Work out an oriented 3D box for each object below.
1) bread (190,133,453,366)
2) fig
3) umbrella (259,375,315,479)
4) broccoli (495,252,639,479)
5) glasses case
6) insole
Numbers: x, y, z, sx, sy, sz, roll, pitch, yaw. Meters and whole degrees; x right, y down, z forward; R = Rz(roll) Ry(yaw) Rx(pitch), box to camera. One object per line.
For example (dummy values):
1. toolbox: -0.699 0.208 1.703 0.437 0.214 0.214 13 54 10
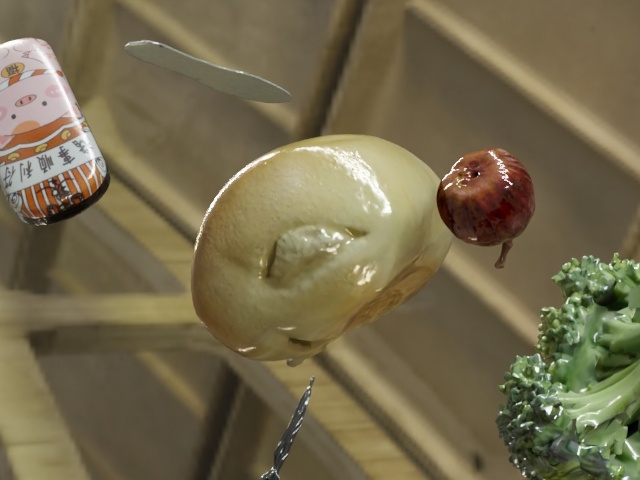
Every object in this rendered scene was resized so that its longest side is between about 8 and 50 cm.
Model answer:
1. bread: 0.000 0.000 2.034 0.348 0.376 0.253 -35 -97 17
2. fig: 0.211 -0.038 1.827 0.128 0.128 0.150 -26 -90 57
3. umbrella: -0.031 0.185 1.292 0.148 0.022 0.022 -61 166 -19
4. broccoli: 0.318 0.125 1.513 0.249 0.375 0.302 30 -52 47
5. glasses case: -0.287 -0.114 1.487 0.266 0.103 0.067 57 -7 44
6. insole: -0.116 -0.174 1.551 0.065 0.197 0.004 -16 -117 54
